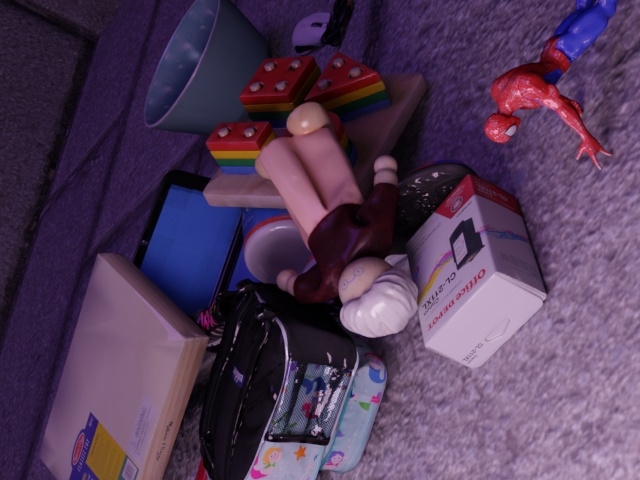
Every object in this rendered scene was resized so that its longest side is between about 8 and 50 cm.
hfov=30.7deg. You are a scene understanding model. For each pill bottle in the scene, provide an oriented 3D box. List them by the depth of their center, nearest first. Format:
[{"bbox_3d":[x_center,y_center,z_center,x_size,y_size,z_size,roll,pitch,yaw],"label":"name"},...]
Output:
[{"bbox_3d":[-0.055,-0.047,1.702,0.124,0.124,0.221,-50,29,30],"label":"pill bottle"}]

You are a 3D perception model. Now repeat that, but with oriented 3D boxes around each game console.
[{"bbox_3d":[-0.181,0.019,1.911,0.250,0.173,0.293,-16,53,61],"label":"game console"}]

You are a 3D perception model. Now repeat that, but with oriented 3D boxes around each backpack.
[{"bbox_3d":[-0.047,0.198,1.418,0.253,0.191,0.225,-69,24,9],"label":"backpack"}]

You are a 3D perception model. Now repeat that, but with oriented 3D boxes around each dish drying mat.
[{"bbox_3d":[-0.181,0.359,1.779,0.032,0.008,0.083,-25,44,55],"label":"dish drying mat"}]

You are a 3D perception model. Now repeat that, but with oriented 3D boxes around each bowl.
[{"bbox_3d":[-0.212,-0.333,2.342,0.311,0.163,0.311,-47,28,35],"label":"bowl"}]

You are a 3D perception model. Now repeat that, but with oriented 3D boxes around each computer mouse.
[{"bbox_3d":[-0.010,-0.382,2.115,0.193,0.042,0.106,-10,59,62],"label":"computer mouse"}]

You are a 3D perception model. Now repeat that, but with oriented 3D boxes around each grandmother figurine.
[{"bbox_3d":[0.017,-0.010,1.365,0.207,0.104,0.342,-58,37,25],"label":"grandmother figurine"}]

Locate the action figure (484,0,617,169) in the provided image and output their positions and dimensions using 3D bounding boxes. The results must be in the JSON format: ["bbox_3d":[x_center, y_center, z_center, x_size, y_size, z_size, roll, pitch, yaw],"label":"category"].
[{"bbox_3d":[0.288,-0.185,1.252,0.280,0.139,0.091,-46,16,-14],"label":"action figure"}]

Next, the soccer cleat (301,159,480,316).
[{"bbox_3d":[0.086,-0.022,1.486,0.318,0.109,0.116,-42,18,40],"label":"soccer cleat"}]

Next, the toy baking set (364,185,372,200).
[{"bbox_3d":[-0.002,-0.003,1.733,0.256,0.030,0.197,-63,23,5],"label":"toy baking set"}]

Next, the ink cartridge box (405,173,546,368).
[{"bbox_3d":[0.167,0.032,1.286,0.127,0.072,0.175,-50,27,29],"label":"ink cartridge box"}]

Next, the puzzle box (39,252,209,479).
[{"bbox_3d":[-0.328,0.259,1.888,0.272,0.052,0.408,38,117,39],"label":"puzzle box"}]

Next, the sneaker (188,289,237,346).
[{"bbox_3d":[-0.151,0.113,1.780,0.170,0.075,0.063,-18,60,24],"label":"sneaker"}]

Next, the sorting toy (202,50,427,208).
[{"bbox_3d":[-0.019,-0.166,1.637,0.256,0.089,0.257,3,47,35],"label":"sorting toy"}]
